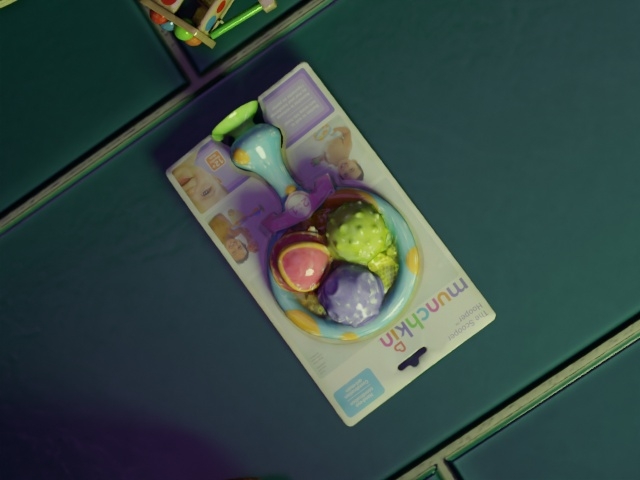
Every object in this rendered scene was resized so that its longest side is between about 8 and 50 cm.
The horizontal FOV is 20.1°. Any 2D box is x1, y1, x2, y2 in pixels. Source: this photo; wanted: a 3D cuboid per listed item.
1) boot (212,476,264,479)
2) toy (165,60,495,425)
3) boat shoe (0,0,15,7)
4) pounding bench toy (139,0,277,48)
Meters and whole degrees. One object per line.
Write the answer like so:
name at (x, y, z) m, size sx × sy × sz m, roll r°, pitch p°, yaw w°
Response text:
boot at (-0.155, 0.265, 1.236) m, size 0.283 × 0.220 × 0.109 m, roll -21°, pitch 118°, yaw 17°
toy at (0.000, 0.000, 1.306) m, size 0.137 × 0.056 × 0.237 m, roll -38°, pitch 78°, yaw 8°
boat shoe at (-0.206, -0.269, 1.370) m, size 0.223 × 0.073 × 0.080 m, roll -43°, pitch 77°, yaw 5°
pounding bench toy at (-0.081, -0.173, 1.344) m, size 0.083 × 0.052 × 0.065 m, roll 33°, pitch 92°, yaw 14°
